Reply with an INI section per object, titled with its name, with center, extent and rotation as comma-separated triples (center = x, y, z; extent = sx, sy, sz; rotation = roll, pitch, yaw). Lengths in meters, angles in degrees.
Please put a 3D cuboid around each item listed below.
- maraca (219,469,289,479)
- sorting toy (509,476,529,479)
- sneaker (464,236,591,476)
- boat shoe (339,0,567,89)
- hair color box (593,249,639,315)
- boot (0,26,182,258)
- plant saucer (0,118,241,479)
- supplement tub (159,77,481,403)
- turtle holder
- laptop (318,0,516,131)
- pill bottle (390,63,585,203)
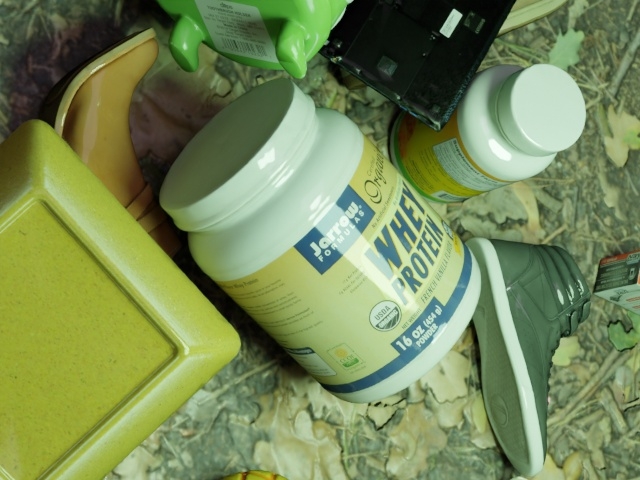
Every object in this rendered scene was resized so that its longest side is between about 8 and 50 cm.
[maraca]
center = -0.096, 0.312, 1.700
extent = 0.186, 0.127, 0.099
rotation = -23, 127, -21
[sorting toy]
center = 0.248, 0.336, 1.914
extent = 0.075, 0.045, 0.083
rotation = 23, 71, -30
[sneaker]
center = 0.272, 0.133, 1.921
extent = 0.147, 0.104, 0.295
rotation = -6, 80, -23
[boat shoe]
center = 0.164, -0.287, 1.932
extent = 0.341, 0.122, 0.110
rotation = -23, 93, -27
[hair color box]
center = 0.449, 0.070, 2.032
extent = 0.167, 0.093, 0.053
rotation = 23, 71, -23
[boot]
center = -0.219, -0.075, 1.705
extent = 0.220, 0.109, 0.283
rotation = 46, 62, -15
[plant saucer]
center = -0.296, 0.103, 1.593
extent = 0.333, 0.081, 0.333
rotation = -43, 102, -7
[supplement tub]
center = 0.000, 0.000, 1.715
extent = 0.316, 0.228, 0.228
rotation = 45, 64, -24
[turtle holder]
center = -0.089, -0.342, 1.665
extent = 0.320, 0.243, 0.227
rotation = 45, 60, -23
[laptop]
center = 0.061, -0.267, 1.839
extent = 0.264, 0.136, 0.234
rotation = 33, 68, -6
[pill bottle]
center = 0.197, -0.129, 1.850
extent = 0.136, 0.246, 0.136
rotation = 5, 79, -27
